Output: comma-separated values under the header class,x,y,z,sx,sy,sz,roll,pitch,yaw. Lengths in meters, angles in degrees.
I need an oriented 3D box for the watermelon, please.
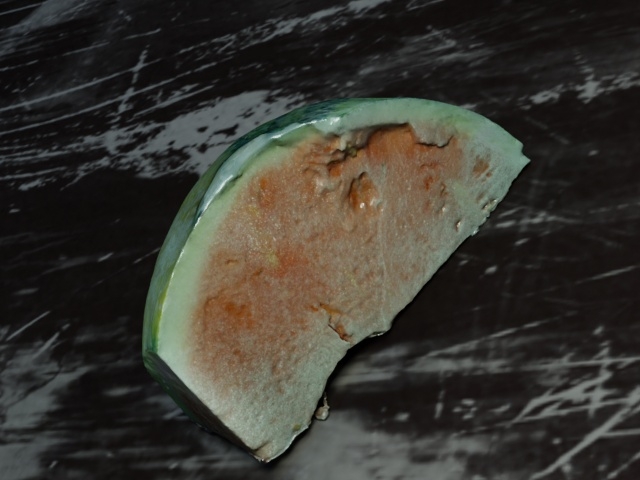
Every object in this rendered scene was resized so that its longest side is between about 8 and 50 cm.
class,x,y,z,sx,sy,sz,roll,pitch,yaw
watermelon,0.000,0.000,1.246,0.180,0.224,0.305,41,77,10
